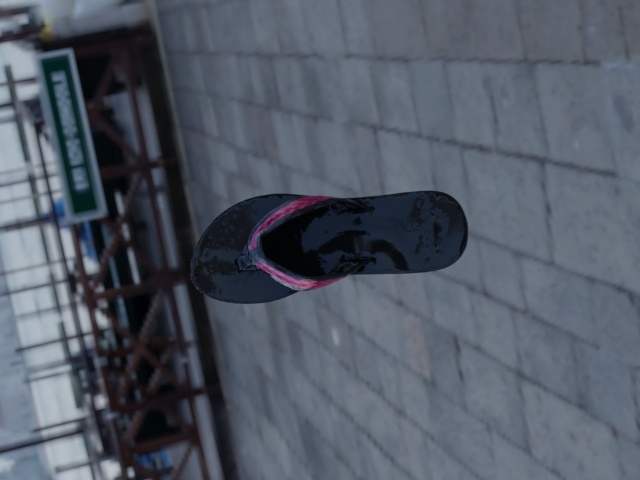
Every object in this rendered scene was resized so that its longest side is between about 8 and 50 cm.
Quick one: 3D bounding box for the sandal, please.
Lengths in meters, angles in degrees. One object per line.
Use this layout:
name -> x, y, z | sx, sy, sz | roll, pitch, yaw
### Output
sandal -> 0.000, 0.000, 0.795 | 0.040, 0.179, 0.067 | -9, -90, -74
